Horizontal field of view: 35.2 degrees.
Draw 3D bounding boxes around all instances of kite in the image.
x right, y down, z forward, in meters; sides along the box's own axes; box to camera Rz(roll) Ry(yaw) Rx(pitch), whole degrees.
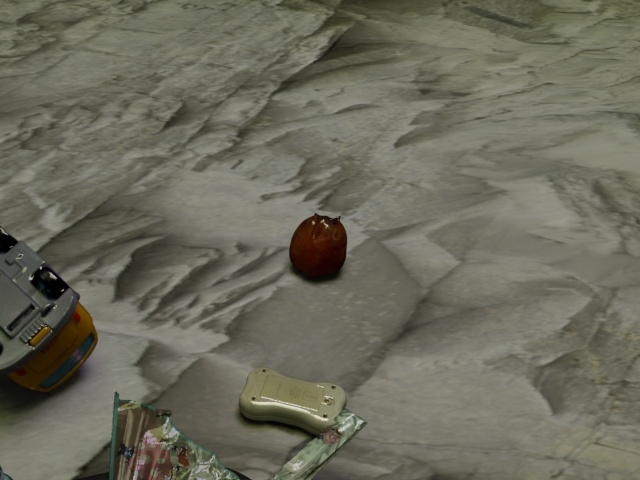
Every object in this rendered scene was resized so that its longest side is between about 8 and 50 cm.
[{"bbox_3d":[-0.074,0.260,0.940,0.406,0.014,0.368,30,43,24],"label":"kite"}]

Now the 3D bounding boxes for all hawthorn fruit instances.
[{"bbox_3d":[0.000,0.000,1.381,0.081,0.093,0.081,7,36,-5],"label":"hawthorn fruit"}]

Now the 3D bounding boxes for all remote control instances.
[{"bbox_3d":[-0.032,0.189,1.179,0.122,0.032,0.074,14,37,6],"label":"remote control"}]

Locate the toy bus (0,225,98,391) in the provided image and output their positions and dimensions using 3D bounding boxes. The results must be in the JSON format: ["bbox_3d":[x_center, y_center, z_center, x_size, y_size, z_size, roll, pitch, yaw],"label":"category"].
[{"bbox_3d":[-0.354,0.080,1.166,0.209,0.136,0.126,35,74,31],"label":"toy bus"}]

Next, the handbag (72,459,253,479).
[{"bbox_3d":[-0.163,0.325,0.926,0.308,0.093,0.254,-8,42,-21],"label":"handbag"}]

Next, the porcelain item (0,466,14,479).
[{"bbox_3d":[-0.391,0.288,0.805,0.285,0.157,0.281,1,48,24],"label":"porcelain item"}]
